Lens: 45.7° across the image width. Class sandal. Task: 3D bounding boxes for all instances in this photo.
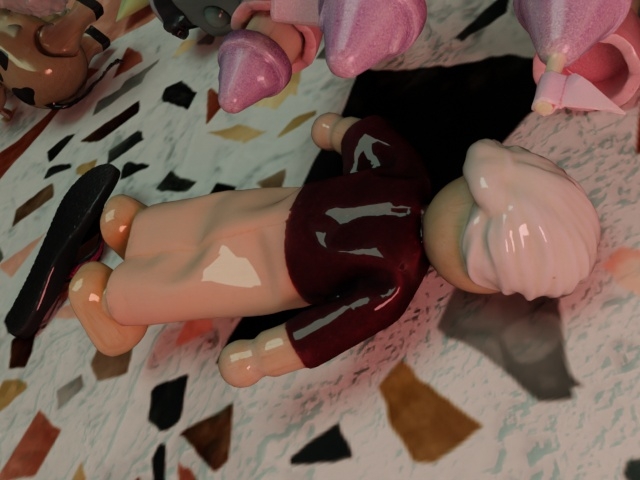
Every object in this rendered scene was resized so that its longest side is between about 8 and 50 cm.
[{"bbox_3d":[-0.229,0.011,0.701,0.067,0.040,0.179,28,90,52],"label":"sandal"}]

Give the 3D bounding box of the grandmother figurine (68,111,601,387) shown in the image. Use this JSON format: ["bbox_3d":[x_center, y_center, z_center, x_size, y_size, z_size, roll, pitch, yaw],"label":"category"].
[{"bbox_3d":[0.000,0.000,0.488,0.343,0.104,0.207,-5,63,31],"label":"grandmother figurine"}]

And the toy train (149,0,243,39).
[{"bbox_3d":[-0.037,-0.297,0.735,0.334,0.142,0.190,1,67,38],"label":"toy train"}]

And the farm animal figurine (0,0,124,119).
[{"bbox_3d":[-0.403,-0.246,0.912,0.327,0.330,0.172,26,70,17],"label":"farm animal figurine"}]

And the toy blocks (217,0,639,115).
[{"bbox_3d":[0.033,-0.188,0.405,0.289,0.309,0.260,12,56,22],"label":"toy blocks"}]

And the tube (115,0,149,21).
[{"bbox_3d":[-0.160,-0.351,0.927,0.240,0.062,0.070,-23,5,28],"label":"tube"}]
